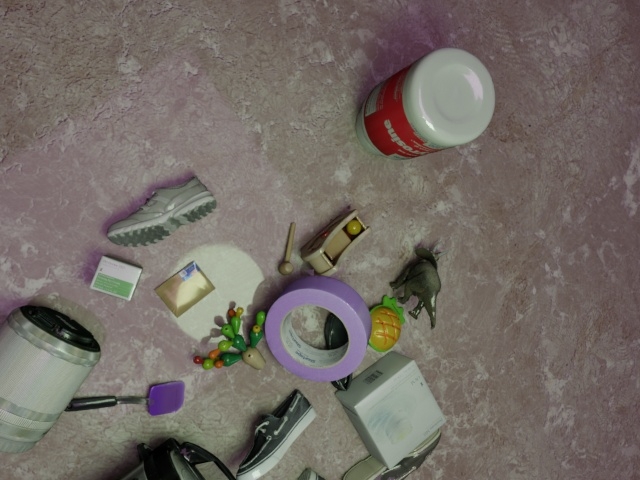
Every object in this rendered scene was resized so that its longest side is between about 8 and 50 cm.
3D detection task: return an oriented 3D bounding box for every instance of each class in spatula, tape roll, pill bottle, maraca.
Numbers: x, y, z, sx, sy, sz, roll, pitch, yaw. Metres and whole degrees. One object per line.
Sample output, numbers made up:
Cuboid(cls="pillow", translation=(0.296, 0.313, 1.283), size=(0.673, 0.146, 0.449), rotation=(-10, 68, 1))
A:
Cuboid(cls="spatula", translation=(-0.500, 0.413, 1.339), size=(0.296, 0.030, 0.084), rotation=(1, 93, -19))
Cuboid(cls="tape roll", translation=(-0.005, 0.235, 1.392), size=(0.274, 0.090, 0.275), rotation=(5, 111, 14))
Cuboid(cls="pill bottle", translation=(0.248, -0.336, 1.381), size=(0.228, 0.407, 0.229), rotation=(0, 91, -18))
Cuboid(cls="maraca", translation=(0.191, 0.245, 1.541), size=(0.127, 0.099, 0.186), rotation=(54, 49, -14))

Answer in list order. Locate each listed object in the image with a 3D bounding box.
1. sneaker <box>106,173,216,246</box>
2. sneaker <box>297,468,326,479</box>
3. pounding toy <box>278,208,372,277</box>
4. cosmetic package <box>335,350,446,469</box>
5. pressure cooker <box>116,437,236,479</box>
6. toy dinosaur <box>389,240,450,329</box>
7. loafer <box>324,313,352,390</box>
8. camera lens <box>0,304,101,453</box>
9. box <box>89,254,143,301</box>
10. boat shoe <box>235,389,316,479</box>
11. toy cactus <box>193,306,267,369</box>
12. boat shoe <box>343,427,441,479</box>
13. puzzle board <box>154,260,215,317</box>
Cuboid(cls="sneaker", translation=(-0.413, -0.075, 1.342), size=(0.281, 0.105, 0.115), rotation=(-25, 69, -15))
Cuboid(cls="sneaker", translation=(-0.070, 0.810, 1.444), size=(0.127, 0.126, 0.321), rotation=(38, 78, -10))
Cuboid(cls="pounding toy", translation=(0.000, 0.000, 1.437), size=(0.269, 0.154, 0.155), rotation=(-41, 103, -14))
Cuboid(cls="cosmetic package", translation=(0.206, 0.488, 1.523), size=(0.224, 0.138, 0.225), rotation=(-33, 103, -18))
Cuboid(cls="pressure cooker", translation=(-0.369, 0.696, 1.208), size=(0.420, 0.375, 0.370), rotation=(-34, 107, -18))
Cuboid(cls="toy dinosaur", translation=(0.292, 0.122, 1.513), size=(0.121, 0.314, 0.160), rotation=(27, 120, -7))
Cuboid(cls="loafer", translation=(0.059, 0.320, 1.503), size=(0.076, 0.078, 0.223), rotation=(-5, 93, -19))
Cuboid(cls="camera lens", translation=(-0.658, 0.302, 1.183), size=(0.219, 0.219, 0.274), rotation=(35, 80, -16))
Cuboid(cls="box", translation=(-0.503, 0.092, 1.294), size=(0.101, 0.102, 0.087), rotation=(21, 82, -17))
Cuboid(cls="boat shoe", translation=(-0.129, 0.511, 1.386), size=(0.301, 0.108, 0.102), rotation=(-36, 93, -44))
Cuboid(cls="toy cactus", translation=(-0.219, 0.286, 1.411), size=(0.219, 0.112, 0.180), rotation=(-46, 123, -15))
Cuboid(cls="boat shoe", translation=(0.222, 0.665, 1.558), size=(0.335, 0.112, 0.096), rotation=(-29, 113, -12))
Cuboid(cls="puzzle board", translation=(-0.359, 0.130, 1.393), size=(0.128, 0.011, 0.096), rotation=(-39, 101, -15))
